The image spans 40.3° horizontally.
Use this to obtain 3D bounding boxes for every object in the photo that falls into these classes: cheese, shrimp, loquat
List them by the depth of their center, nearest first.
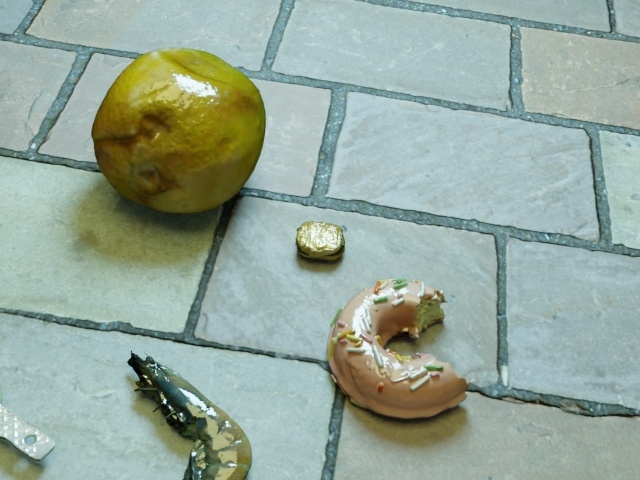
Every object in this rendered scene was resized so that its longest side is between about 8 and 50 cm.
[{"bbox_3d":[-0.225,0.264,1.162,0.198,0.051,0.262,-34,62,-31],"label":"shrimp"},{"bbox_3d":[-0.462,0.224,1.170,0.252,0.054,0.127,27,50,17],"label":"cheese"},{"bbox_3d":[-0.229,-0.179,1.435,0.276,0.275,0.283,6,31,0],"label":"loquat"}]

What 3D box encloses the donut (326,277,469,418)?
[{"bbox_3d":[0.108,0.150,1.280,0.199,0.085,0.232,-3,47,-8],"label":"donut"}]

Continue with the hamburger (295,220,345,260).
[{"bbox_3d":[0.000,0.000,1.431,0.083,0.044,0.076,6,49,2],"label":"hamburger"}]
